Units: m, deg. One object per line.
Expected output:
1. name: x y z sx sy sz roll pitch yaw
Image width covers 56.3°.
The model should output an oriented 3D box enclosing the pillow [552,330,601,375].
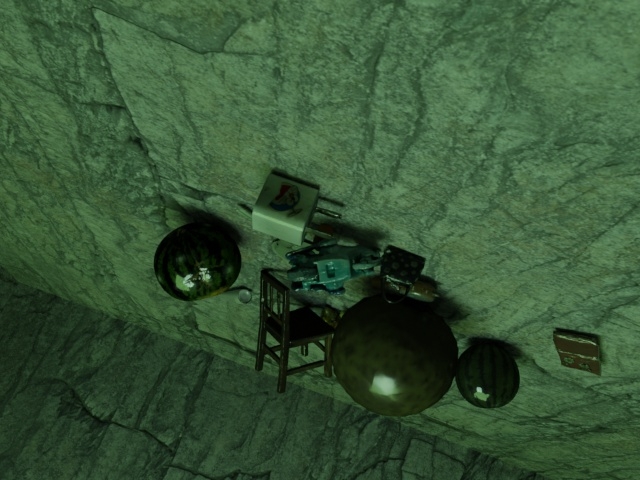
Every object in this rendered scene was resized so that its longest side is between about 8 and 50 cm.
1. pillow: 0.755 0.328 1.756 0.126 0.043 0.232 6 150 32

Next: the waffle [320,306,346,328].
1. waffle: 0.117 0.322 2.238 0.250 0.056 0.261 23 154 -3

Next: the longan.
1. longan: 0.221 0.338 1.822 0.391 0.391 0.391 17 155 8

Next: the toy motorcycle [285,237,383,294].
1. toy motorcycle: 0.039 0.066 1.616 0.260 0.154 0.206 -9 -176 7

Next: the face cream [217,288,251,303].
1. face cream: -0.350 0.229 2.425 0.092 0.058 0.244 27 162 -22

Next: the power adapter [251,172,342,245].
1. power adapter: -0.053 -0.065 1.490 0.205 0.130 0.125 18 155 4

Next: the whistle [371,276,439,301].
1. whistle: 0.250 0.138 1.758 0.220 0.057 0.107 7 166 38

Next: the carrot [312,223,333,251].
1. carrot: 0.000 0.000 1.680 0.048 0.048 0.139 22 156 -2

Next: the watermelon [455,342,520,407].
1. watermelon: 0.544 0.440 1.957 0.212 0.212 0.212 17 155 8

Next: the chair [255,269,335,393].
1. chair: -0.084 0.305 2.169 0.241 0.415 0.203 -9 -153 -33

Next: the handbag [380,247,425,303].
1. handbag: 0.206 0.104 1.617 0.115 0.139 0.072 21 164 -1

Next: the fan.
1. fan: -0.094 0.009 1.809 0.233 0.012 0.415 -5 147 43

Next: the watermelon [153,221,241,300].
1. watermelon: -0.382 0.065 1.871 0.269 0.269 0.269 17 155 8
